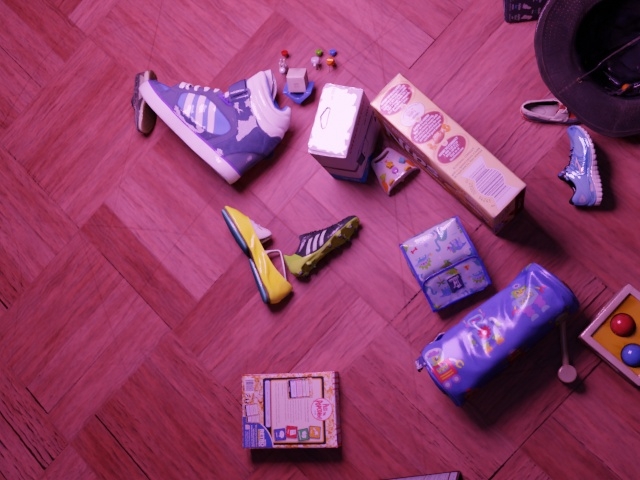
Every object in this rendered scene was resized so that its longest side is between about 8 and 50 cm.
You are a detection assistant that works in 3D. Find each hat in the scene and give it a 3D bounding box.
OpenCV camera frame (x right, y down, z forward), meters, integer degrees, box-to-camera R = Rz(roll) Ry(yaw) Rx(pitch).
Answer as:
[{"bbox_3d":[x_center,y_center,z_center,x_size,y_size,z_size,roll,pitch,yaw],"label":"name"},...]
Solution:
[{"bbox_3d":[0.565,-0.365,1.299,0.331,0.134,0.331,7,113,17],"label":"hat"}]

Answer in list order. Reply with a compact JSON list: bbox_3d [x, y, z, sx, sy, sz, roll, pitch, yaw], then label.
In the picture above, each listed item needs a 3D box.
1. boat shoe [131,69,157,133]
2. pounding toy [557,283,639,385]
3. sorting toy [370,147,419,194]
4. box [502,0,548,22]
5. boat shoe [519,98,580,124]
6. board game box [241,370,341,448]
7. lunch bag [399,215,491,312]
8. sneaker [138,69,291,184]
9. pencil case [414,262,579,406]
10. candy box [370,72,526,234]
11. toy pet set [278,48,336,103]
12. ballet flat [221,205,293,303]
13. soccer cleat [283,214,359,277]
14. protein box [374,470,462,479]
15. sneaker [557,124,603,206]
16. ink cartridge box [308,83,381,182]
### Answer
[{"bbox_3d":[-0.402,-0.312,1.595,0.049,0.056,0.152,-3,70,19],"label":"boat shoe"},{"bbox_3d":[0.505,0.180,1.257,0.181,0.094,0.206,42,92,17],"label":"pounding toy"},{"bbox_3d":[0.143,-0.149,1.433,0.083,0.045,0.075,-42,68,4],"label":"sorting toy"},{"bbox_3d":[0.489,-0.540,1.357,0.270,0.143,0.165,-3,79,13],"label":"box"},{"bbox_3d":[0.459,-0.254,1.370,0.137,0.043,0.049,3,80,13],"label":"boat shoe"},{"bbox_3d":[-0.059,0.337,1.399,0.193,0.045,0.147,-4,79,13],"label":"board game box"},{"bbox_3d":[0.239,0.046,1.353,0.128,0.096,0.151,-27,90,6],"label":"lunch bag"},{"bbox_3d":[-0.209,-0.296,1.508,0.236,0.130,0.323,-45,72,-2],"label":"sneaker"},{"bbox_3d":[0.321,0.168,1.294,0.306,0.119,0.133,-40,53,5],"label":"pencil case"},{"bbox_3d":[0.243,-0.159,1.334,0.087,0.183,0.316,-44,74,3],"label":"candy box"},{"bbox_3d":[-0.031,-0.353,1.514,0.122,0.065,0.114,3,46,12],"label":"toy pet set"},{"bbox_3d":[-0.126,0.021,1.463,0.077,0.077,0.231,-24,78,-13],"label":"ballet flat"},{"bbox_3d":[0.000,0.000,1.437,0.179,0.060,0.072,-40,61,5],"label":"soccer cleat"},{"bbox_3d":[0.166,0.535,1.261,0.201,0.136,0.200,-10,79,12],"label":"protein box"},{"bbox_3d":[0.486,-0.141,1.334,0.073,0.063,0.162,-10,78,16],"label":"sneaker"},{"bbox_3d":[0.051,-0.206,1.387,0.082,0.190,0.140,13,85,16],"label":"ink cartridge box"}]
